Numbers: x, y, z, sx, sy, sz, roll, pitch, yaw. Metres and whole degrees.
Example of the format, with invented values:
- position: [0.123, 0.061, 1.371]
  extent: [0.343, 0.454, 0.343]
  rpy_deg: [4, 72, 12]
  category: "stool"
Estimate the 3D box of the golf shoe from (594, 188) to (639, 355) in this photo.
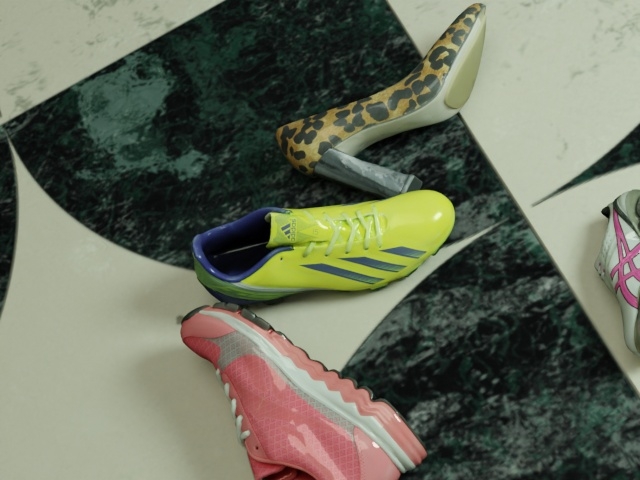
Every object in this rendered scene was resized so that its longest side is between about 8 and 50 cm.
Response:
- position: [0.317, 0.035, 1.474]
  extent: [0.086, 0.067, 0.186]
  rpy_deg: [-20, 51, 41]
  category: "golf shoe"

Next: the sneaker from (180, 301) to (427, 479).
- position: [-0.049, 0.173, 1.488]
  extent: [0.314, 0.116, 0.136]
  rpy_deg: [30, 75, 32]
  category: "sneaker"

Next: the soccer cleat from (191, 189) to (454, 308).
- position: [0.000, 0.001, 1.569]
  extent: [0.289, 0.121, 0.093]
  rpy_deg: [-15, 57, 13]
  category: "soccer cleat"

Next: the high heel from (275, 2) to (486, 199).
- position: [0.068, -0.179, 1.669]
  extent: [0.186, 0.093, 0.261]
  rpy_deg: [22, 79, 23]
  category: "high heel"
